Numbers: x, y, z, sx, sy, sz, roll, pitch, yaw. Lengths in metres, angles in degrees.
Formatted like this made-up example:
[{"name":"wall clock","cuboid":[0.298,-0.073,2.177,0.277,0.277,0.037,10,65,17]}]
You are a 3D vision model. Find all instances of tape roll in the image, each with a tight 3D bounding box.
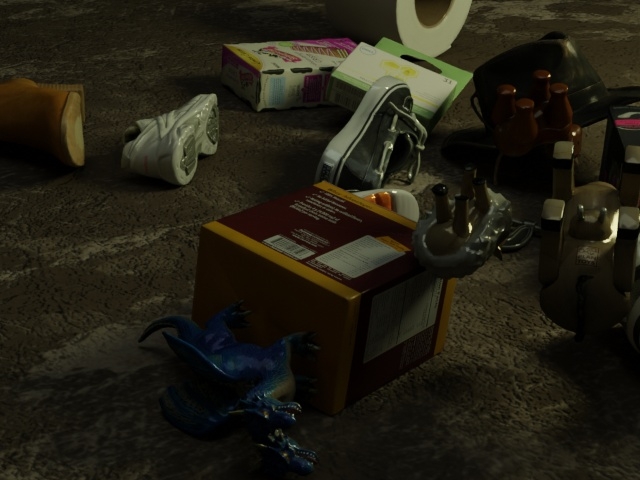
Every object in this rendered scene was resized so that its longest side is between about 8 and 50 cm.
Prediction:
[{"name":"tape roll","cuboid":[0.145,-0.465,2.491,0.169,0.246,0.246,21,28,34]}]

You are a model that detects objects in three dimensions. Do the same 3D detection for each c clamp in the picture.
[{"name":"c clamp","cuboid":[0.214,-0.021,1.749,0.160,0.022,0.137,14,30,19]}]

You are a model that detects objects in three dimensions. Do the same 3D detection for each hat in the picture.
[{"name":"hat","cuboid":[0.319,-0.228,1.981,0.331,0.134,0.331,-15,9,2]}]

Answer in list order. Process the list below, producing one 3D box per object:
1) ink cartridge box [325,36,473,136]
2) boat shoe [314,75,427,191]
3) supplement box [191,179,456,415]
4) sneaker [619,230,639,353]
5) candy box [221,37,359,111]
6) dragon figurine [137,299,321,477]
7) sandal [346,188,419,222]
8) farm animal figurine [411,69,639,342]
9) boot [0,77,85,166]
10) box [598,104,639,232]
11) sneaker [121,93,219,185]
[{"name":"ink cartridge box","cuboid":[0.132,-0.257,2.135,0.171,0.056,0.235,25,42,12]},{"name":"boat shoe","cuboid":[0.090,-0.135,1.876,0.105,0.113,0.306,17,28,13]},{"name":"supplement box","cuboid":[0.006,0.050,1.384,0.191,0.129,0.194,26,31,32]},{"name":"sneaker","cuboid":[0.537,0.087,1.416,0.447,0.169,0.257,-8,33,-8]},{"name":"candy box","cuboid":[-0.026,-0.273,2.230,0.233,0.071,0.159,-8,27,-25]},{"name":"dragon figurine","cuboid":[-0.098,0.123,1.266,0.289,0.085,0.144,22,28,33]},{"name":"sandal","cuboid":[0.000,-0.009,1.576,0.265,0.102,0.076,-15,32,-34]},{"name":"farm animal figurine","cuboid":[0.297,-0.019,1.343,0.330,0.172,0.327,17,43,26]},{"name":"boot","cuboid":[-0.431,-0.157,1.876,0.211,0.104,0.295,-5,19,-7]},{"name":"box","cuboid":[0.444,-0.059,1.714,0.165,0.143,0.270,5,23,3]},{"name":"sneaker","cuboid":[-0.210,-0.150,1.893,0.115,0.090,0.232,5,22,12]}]
